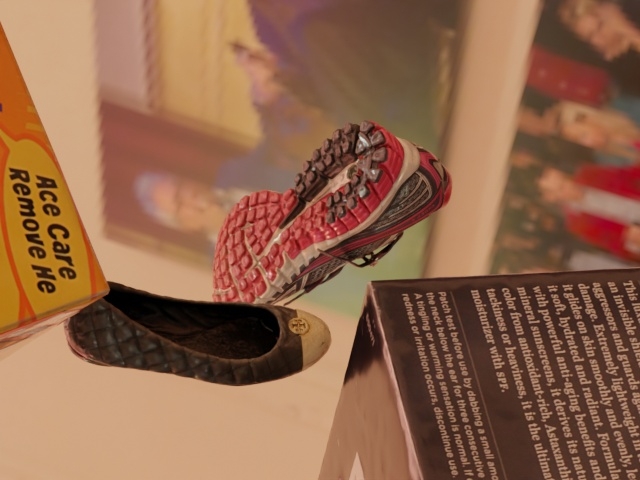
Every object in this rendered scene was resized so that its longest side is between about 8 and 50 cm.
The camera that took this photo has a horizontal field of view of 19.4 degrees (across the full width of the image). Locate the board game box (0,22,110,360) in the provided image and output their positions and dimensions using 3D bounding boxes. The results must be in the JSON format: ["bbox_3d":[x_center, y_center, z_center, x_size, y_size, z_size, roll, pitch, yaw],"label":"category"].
[{"bbox_3d":[-0.381,-0.040,0.877,0.356,0.357,0.356,-20,-6,-34],"label":"board game box"}]

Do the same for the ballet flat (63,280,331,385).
[{"bbox_3d":[-0.072,0.056,1.157,0.057,0.173,0.049,-106,28,-42],"label":"ballet flat"}]

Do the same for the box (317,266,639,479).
[{"bbox_3d":[0.158,0.169,1.055,0.296,0.294,0.183,104,159,-48],"label":"box"}]

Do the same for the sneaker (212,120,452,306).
[{"bbox_3d":[0.000,0.000,1.817,0.299,0.112,0.121,-32,51,40],"label":"sneaker"}]
